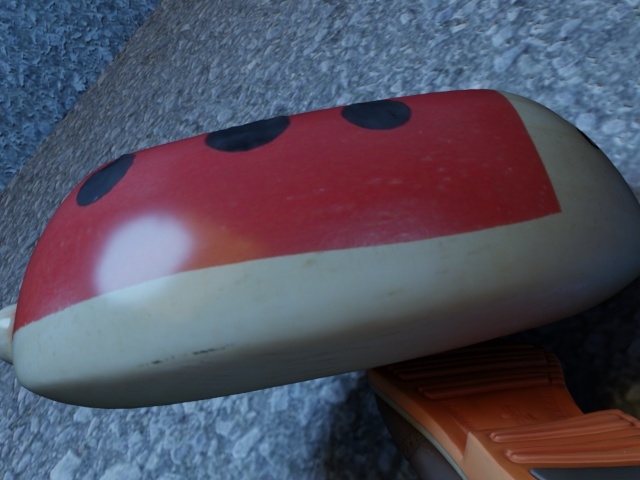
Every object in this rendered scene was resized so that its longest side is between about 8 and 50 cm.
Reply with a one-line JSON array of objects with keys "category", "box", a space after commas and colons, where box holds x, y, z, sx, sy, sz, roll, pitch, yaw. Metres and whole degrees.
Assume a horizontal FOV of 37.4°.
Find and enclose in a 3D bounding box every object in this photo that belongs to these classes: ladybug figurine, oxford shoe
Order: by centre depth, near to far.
[{"category": "oxford shoe", "box": [0.105, 0.147, 0.590, 0.130, 0.133, 0.364, -4, 11, -8]}, {"category": "ladybug figurine", "box": [0.000, 0.000, 0.648, 0.449, 0.162, 0.305, -12, -1, -11]}]
